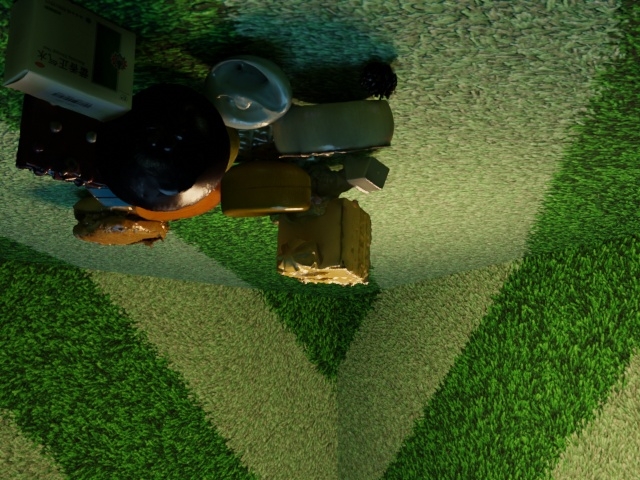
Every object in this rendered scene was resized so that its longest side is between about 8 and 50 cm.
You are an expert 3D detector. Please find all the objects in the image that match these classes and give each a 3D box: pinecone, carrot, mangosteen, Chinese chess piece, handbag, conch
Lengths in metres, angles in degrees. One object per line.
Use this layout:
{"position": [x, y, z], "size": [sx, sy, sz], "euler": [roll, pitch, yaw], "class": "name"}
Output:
{"position": [0.120, -0.332, 1.526], "size": [0.083, 0.077, 0.077], "euler": [12, 165, -5], "class": "pinecone"}
{"position": [-0.436, -0.140, 2.279], "size": [0.307, 0.100, 0.258], "euler": [-13, 164, 37], "class": "carrot"}
{"position": [-0.326, -0.186, 1.492], "size": [0.287, 0.287, 0.233], "euler": [-12, 130, 40], "class": "mangosteen"}
{"position": [0.028, -0.246, 1.623], "size": [0.270, 0.112, 0.270], "euler": [-6, -172, 1], "class": "Chinese chess piece"}
{"position": [-0.570, -0.233, 1.655], "size": [0.203, 0.216, 0.074], "euler": [16, 158, -41], "class": "handbag"}
{"position": [-0.147, -0.314, 1.504], "size": [0.221, 0.121, 0.185], "euler": [-6, 156, 37], "class": "conch"}

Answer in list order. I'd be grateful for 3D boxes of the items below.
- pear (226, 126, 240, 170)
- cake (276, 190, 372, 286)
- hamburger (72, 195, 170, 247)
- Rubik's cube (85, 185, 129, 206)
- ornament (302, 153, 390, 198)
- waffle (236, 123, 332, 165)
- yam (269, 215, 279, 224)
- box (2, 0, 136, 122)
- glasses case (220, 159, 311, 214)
{"position": [-0.291, -0.227, 1.717], "size": [0.198, 0.198, 0.198], "euler": [0, 166, 0], "class": "pear"}
{"position": [0.000, 0.000, 2.066], "size": [0.222, 0.227, 0.286], "euler": [-5, 164, 22], "class": "cake"}
{"position": [-0.674, -0.065, 2.457], "size": [0.318, 0.158, 0.318], "euler": [0, 166, 0], "class": "hamburger"}
{"position": [-0.496, -0.193, 1.887], "size": [0.167, 0.180, 0.183], "euler": [0, 168, -2], "class": "Rubik's cube"}
{"position": [0.068, -0.174, 2.079], "size": [0.285, 0.120, 0.130], "euler": [-8, 143, 34], "class": "ornament"}
{"position": [-0.115, -0.255, 1.871], "size": [0.292, 0.056, 0.309], "euler": [-8, 166, 40], "class": "waffle"}
{"position": [-0.076, -0.048, 2.687], "size": [0.083, 0.083, 0.371], "euler": [-5, 164, 21], "class": "yam"}
{"position": [-0.454, -0.331, 1.338], "size": [0.095, 0.168, 0.212], "euler": [-9, 164, 39], "class": "box"}
{"position": [-0.165, -0.139, 1.966], "size": [0.173, 0.141, 0.371], "euler": [-2, 179, -27], "class": "glasses case"}
